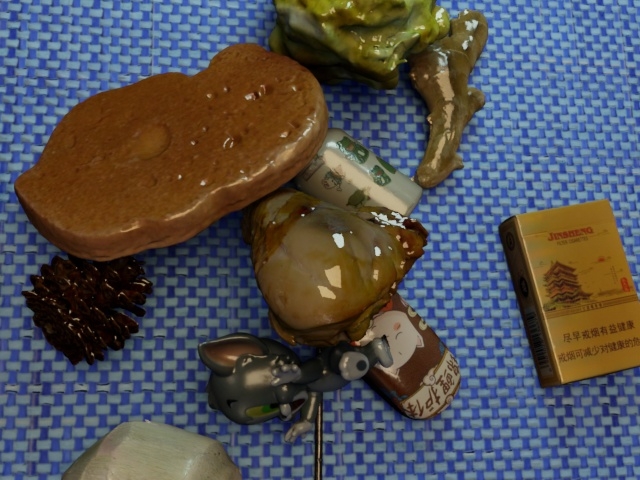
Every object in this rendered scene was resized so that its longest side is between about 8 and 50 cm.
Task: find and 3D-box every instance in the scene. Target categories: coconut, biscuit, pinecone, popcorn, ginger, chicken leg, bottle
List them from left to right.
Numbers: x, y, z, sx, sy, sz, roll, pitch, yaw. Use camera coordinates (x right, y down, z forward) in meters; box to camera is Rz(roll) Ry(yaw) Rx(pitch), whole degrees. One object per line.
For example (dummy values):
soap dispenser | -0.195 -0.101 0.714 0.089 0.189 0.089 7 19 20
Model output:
pinecone | -0.311 0.076 1.188 0.163 0.163 0.165 43 59 2
coconut | -0.224 0.338 1.105 0.233 0.224 0.224 8 72 21
biscuit | -0.207 -0.127 1.202 0.455 0.078 0.350 -20 41 -4
chicken leg | 0.000 0.000 1.188 0.295 0.409 0.182 -9 118 -30
bottle | 0.027 -0.105 1.315 0.253 0.120 0.120 37 72 1
popcorn | 0.064 -0.388 1.319 0.312 0.312 0.313 3 75 -10
ginger | 0.206 -0.245 1.412 0.147 0.081 0.334 12 74 -24

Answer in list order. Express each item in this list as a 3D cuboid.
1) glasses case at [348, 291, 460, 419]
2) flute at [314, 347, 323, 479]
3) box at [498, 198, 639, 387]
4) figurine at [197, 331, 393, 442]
glasses case | 0.078 0.131 1.278 0.321 0.082 0.122 46 61 0
flute | -0.002 0.227 1.277 0.014 0.014 0.270 3 75 -10
box | 0.409 0.082 1.364 0.174 0.076 0.274 -10 78 -15
figurine | -0.034 0.171 1.164 0.265 0.193 0.140 -29 63 -8
